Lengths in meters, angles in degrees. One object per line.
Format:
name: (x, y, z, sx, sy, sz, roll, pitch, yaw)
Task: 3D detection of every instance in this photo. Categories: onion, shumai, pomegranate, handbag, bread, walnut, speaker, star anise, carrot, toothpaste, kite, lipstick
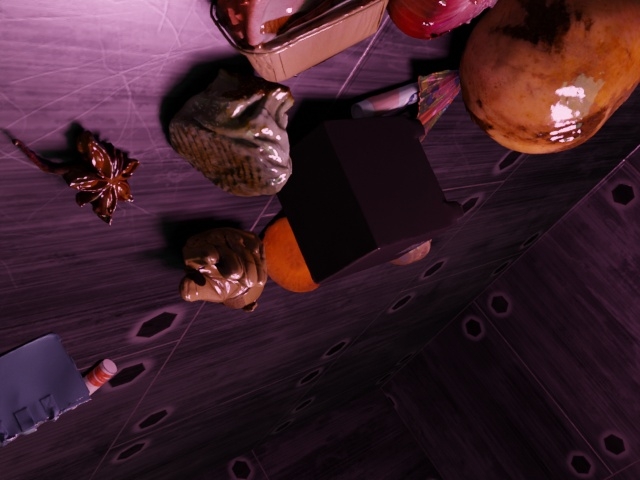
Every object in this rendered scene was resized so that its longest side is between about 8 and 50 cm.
onion: (0.179, -0.371, 0.798, 0.248, 0.161, 0.248, -28, 161, -11)
shumai: (-0.115, -0.161, 0.890, 0.142, 0.184, 0.184, -60, 167, -24)
pomegranate: (0.398, -0.305, 1.086, 0.322, 0.322, 0.322, -30, 157, -14)
handbag: (-0.524, 0.267, 1.078, 0.221, 0.144, 0.057, -25, 157, -27)
bread: (-0.012, -0.289, 0.710, 0.224, 0.142, 0.212, -31, 161, -10)
walnut: (0.217, -0.011, 1.611, 0.140, 0.140, 0.162, -23, 164, -29)
speaker: (0.078, -0.079, 1.110, 0.254, 0.232, 0.184, -15, 168, -43)
star anise: (-0.302, -0.090, 0.798, 0.097, 0.070, 0.190, -63, 157, -6)
carrot: (0.000, 0.000, 1.342, 0.159, 0.159, 0.225, -51, 168, 32)
toothpaste: (0.141, -0.257, 1.140, 0.205, 0.036, 0.056, -26, 158, -33)
kite: (0.228, -0.274, 1.233, 0.234, 0.016, 0.321, -42, 166, -8)
lipstick: (-0.491, 0.305, 1.343, 0.130, 0.038, 0.038, -40, 158, 11)

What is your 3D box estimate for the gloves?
gloves: (-0.173, 0.047, 1.158, 0.154, 0.141, 0.331, -8, 166, -1)
